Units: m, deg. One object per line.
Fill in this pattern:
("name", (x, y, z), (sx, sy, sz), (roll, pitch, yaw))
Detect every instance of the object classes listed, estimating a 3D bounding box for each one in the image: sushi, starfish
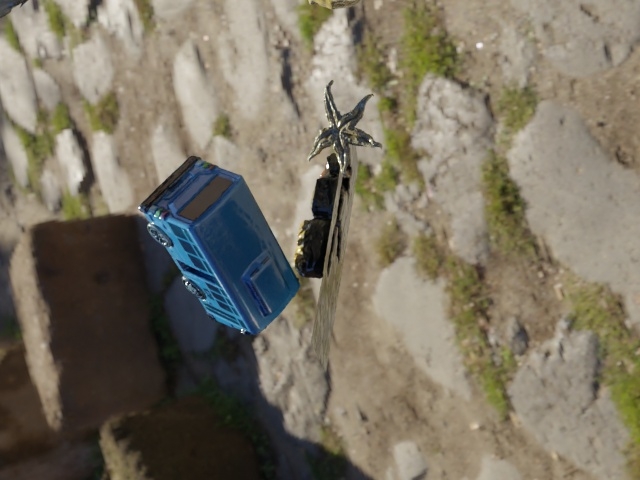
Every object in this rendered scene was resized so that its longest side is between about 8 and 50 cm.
("sushi", (0.000, 0.000, 1.265), (0.192, 0.043, 0.279), (74, -155, -72))
("starfish", (0.016, -0.103, 1.014), (0.086, 0.016, 0.092), (-15, 94, 32))

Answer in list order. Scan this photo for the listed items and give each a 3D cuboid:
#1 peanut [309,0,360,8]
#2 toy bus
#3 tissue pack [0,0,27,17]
("peanut", (0.023, -0.373, 1.399), (0.313, 0.149, 0.149), (-56, -46, -82))
("toy bus", (-0.099, 0.012, 1.137), (0.106, 0.090, 0.184), (20, 149, 40))
("tissue pack", (-0.348, -0.379, 0.878), (0.264, 0.253, 0.416), (-18, 54, 26))
